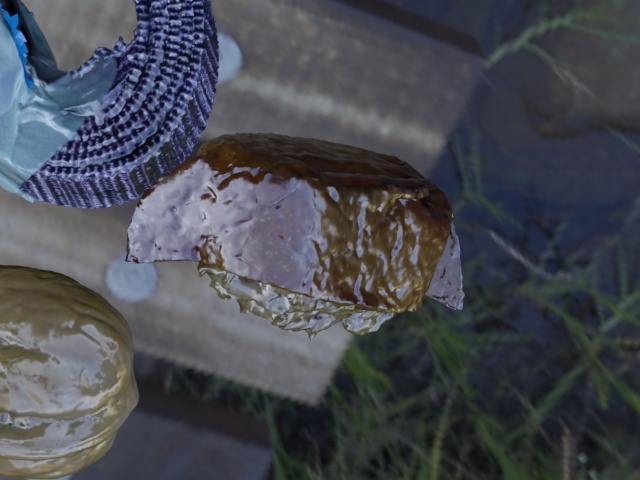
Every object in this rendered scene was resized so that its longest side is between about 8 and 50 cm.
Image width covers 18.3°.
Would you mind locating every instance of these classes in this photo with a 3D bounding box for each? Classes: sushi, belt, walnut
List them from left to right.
[{"bbox_3d":[-0.202,0.086,1.332,0.166,0.149,0.166,3,133,4],"label":"walnut"},{"bbox_3d":[-0.222,-0.179,1.632,0.260,0.122,0.325,-30,77,-4],"label":"belt"},{"bbox_3d":[0.000,0.000,0.587,0.120,0.052,0.055,-1,109,-57],"label":"sushi"}]
